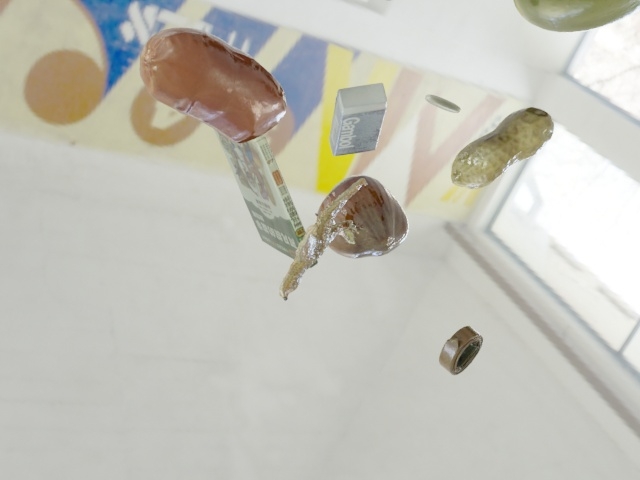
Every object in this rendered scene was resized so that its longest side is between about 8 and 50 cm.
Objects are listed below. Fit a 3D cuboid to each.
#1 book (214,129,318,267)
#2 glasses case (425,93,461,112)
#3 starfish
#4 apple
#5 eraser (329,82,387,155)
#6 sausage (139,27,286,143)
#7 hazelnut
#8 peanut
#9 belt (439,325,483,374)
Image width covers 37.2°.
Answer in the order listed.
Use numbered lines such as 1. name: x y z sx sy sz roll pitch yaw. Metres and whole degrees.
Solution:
1. book: -0.103 -0.087 1.745 0.027 0.264 0.202 -32 -152 -19
2. glasses case: 0.266 -0.296 2.065 0.083 0.021 0.032 21 -179 -14
3. starfish: -0.004 -0.004 1.569 0.048 0.231 0.295 36 159 10
4. apple: 0.569 -0.605 1.981 0.360 0.312 0.320 -11 -178 14
5. eraser: 0.070 -0.227 1.815 0.091 0.212 0.046 -10 -108 -6
6. sausage: -0.157 -0.234 1.418 0.258 0.133 0.133 25 -163 -43
7. hazelnut: 0.099 -0.059 2.194 0.210 0.186 0.210 -6 -172 1
8. peanut: 0.353 -0.179 1.858 0.098 0.229 0.103 54 175 36
9. belt: 0.236 0.185 1.596 0.059 0.083 0.036 29 -172 -46
